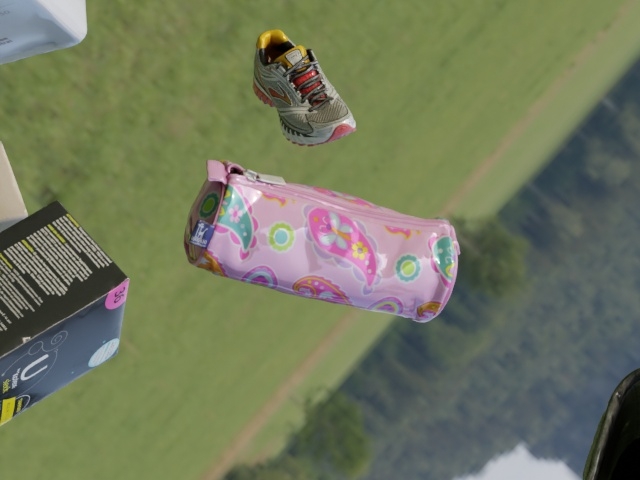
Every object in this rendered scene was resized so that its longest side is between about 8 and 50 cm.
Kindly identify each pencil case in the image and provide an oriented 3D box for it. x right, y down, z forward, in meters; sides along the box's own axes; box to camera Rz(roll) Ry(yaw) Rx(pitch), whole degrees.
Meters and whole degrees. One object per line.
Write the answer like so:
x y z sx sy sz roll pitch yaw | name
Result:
0.000 0.000 1.692 0.124 0.284 0.124 -165 -90 -74 | pencil case

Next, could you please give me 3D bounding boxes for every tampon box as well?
-0.252 0.068 1.341 0.161 0.101 0.120 -33 158 -29 | tampon box

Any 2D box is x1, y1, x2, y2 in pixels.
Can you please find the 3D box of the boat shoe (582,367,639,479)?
0.191 0.200 0.982 0.113 0.105 0.306 -7 -144 31 | boat shoe

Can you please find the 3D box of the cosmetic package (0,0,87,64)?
-0.491 -0.425 1.889 0.329 0.394 0.327 -12 158 18 | cosmetic package

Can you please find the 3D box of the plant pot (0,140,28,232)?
-0.462 -0.057 2.180 0.096 0.109 0.109 -18 173 -24 | plant pot

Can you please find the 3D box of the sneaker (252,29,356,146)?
-0.030 -0.199 2.150 0.088 0.225 0.093 -24 133 -21 | sneaker
